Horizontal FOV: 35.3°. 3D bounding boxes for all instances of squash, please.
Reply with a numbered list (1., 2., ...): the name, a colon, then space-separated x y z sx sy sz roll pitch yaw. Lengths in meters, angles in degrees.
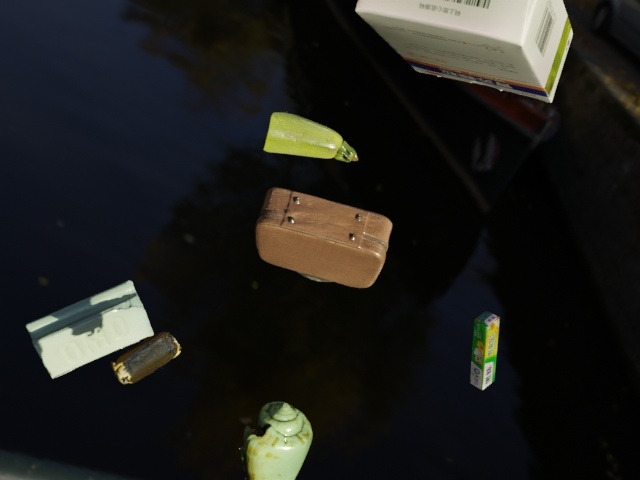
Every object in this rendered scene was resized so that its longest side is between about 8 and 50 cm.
1. squash: -0.017 -0.206 2.081 0.200 0.090 0.075 13 6 -12

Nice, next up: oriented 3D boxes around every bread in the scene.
1. bread: -0.273 0.182 1.571 0.053 0.106 0.072 59 1 13

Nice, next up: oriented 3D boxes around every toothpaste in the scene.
1. toothpaste: 0.341 0.229 2.092 0.037 0.178 0.043 27 44 35

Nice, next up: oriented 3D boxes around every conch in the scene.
1. conch: -0.064 0.293 1.341 0.105 0.170 0.079 -7 23 -31

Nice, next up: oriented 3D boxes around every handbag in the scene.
1. handbag: 0.000 0.000 1.485 0.193 0.151 0.072 15 63 -1

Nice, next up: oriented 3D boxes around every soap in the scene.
1. soap: -0.405 0.158 1.783 0.198 0.114 0.063 -24 52 -11

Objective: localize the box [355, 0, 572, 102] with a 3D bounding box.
1. box: 0.188 -0.268 1.238 0.200 0.106 0.299 17 0 19
